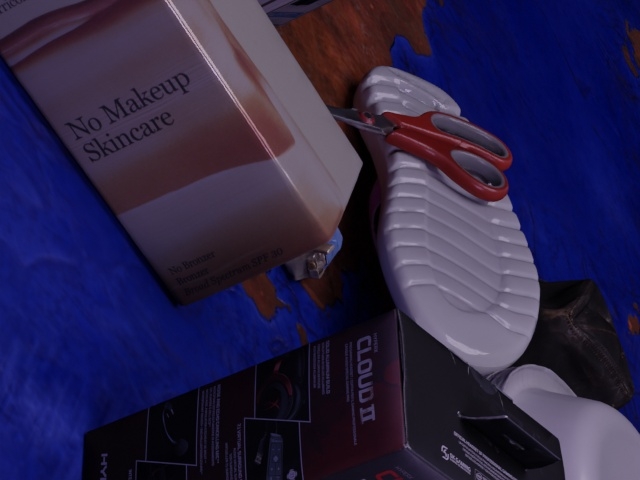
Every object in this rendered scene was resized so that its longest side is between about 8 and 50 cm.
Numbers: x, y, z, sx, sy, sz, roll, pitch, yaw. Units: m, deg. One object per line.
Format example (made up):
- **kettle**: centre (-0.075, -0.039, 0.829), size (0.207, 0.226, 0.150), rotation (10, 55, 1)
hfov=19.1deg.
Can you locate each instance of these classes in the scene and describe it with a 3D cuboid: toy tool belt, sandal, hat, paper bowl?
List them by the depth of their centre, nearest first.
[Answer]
- **paper bowl**: centre (0.193, 0.241, 1.555), size (0.284, 0.148, 0.284), rotation (38, 43, -47)
- **toy tool belt**: centre (0.000, 0.000, 1.667), size (0.052, 0.051, 0.083), rotation (59, 28, -15)
- **sandal**: centre (0.105, -0.005, 1.798), size (0.169, 0.102, 0.416), rotation (20, 36, -21)
- **hat**: centre (0.237, 0.117, 1.921), size (0.331, 0.134, 0.331), rotation (41, 37, -41)

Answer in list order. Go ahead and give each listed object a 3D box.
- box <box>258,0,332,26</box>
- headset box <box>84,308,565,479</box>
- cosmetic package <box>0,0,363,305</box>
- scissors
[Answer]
- **box**: centre (0.034, -0.324, 1.719), size (0.087, 0.290, 0.169), rotation (-8, 76, -62)
- **headset box**: centre (0.017, 0.172, 1.298), size (0.218, 0.293, 0.110), rotation (40, 37, -43)
- **cosmetic package**: centre (-0.113, -0.117, 1.445), size (0.296, 0.153, 0.129), rotation (55, 28, -20)
- **scissors**: centre (0.054, -0.112, 1.781), size (0.297, 0.021, 0.109), rotation (21, 36, -18)
